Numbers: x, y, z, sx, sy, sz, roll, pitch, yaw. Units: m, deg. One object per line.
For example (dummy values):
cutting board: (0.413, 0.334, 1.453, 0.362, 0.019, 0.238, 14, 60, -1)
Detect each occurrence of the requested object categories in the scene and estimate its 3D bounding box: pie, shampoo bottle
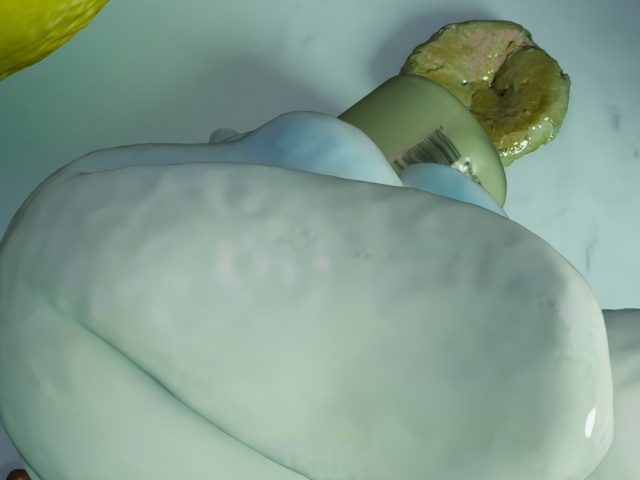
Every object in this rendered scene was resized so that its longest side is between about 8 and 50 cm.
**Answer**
pie: (0.077, -0.071, 0.862, 0.084, 0.020, 0.084, -2, 57, 3)
shampoo bottle: (0.000, 0.000, 0.791, 0.162, 0.079, 0.079, -37, 64, -16)

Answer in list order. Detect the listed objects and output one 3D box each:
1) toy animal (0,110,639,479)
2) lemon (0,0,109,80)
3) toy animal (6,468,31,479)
toy animal: (0.020, 0.077, 0.651, 0.289, 0.249, 0.174, 11, 44, 24)
lemon: (-0.198, -0.193, 0.810, 0.293, 0.293, 0.293, -2, 59, 3)
toy animal: (-0.232, 0.144, 0.724, 0.312, 0.097, 0.158, 9, 72, 6)
